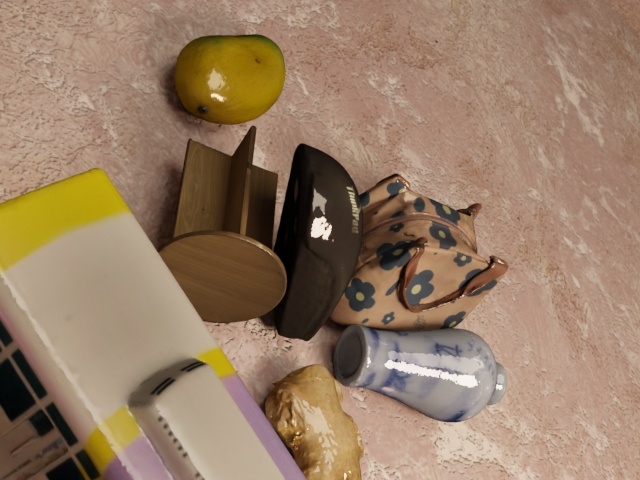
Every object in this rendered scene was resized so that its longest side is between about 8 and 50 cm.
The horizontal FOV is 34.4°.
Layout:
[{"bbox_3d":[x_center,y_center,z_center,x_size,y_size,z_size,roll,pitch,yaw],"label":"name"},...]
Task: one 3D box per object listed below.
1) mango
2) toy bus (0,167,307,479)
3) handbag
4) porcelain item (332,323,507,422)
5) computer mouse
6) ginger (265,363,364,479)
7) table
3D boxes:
[{"bbox_3d":[-0.123,-0.240,1.527,0.237,0.091,0.137,-20,84,-51],"label":"mango"},{"bbox_3d":[-0.207,0.172,1.012,0.440,0.249,0.209,57,39,3],"label":"toy bus"},{"bbox_3d":[0.133,0.024,1.511,0.251,0.193,0.190,14,49,-39],"label":"handbag"},{"bbox_3d":[0.148,0.183,1.469,0.259,0.141,0.141,16,52,-29],"label":"porcelain item"},{"bbox_3d":[0.000,0.000,1.342,0.100,0.269,0.170,6,51,-8],"label":"computer mouse"},{"bbox_3d":[0.002,0.265,1.306,0.137,0.074,0.213,8,54,-32],"label":"ginger"},{"bbox_3d":[-0.122,-0.032,1.330,0.167,0.167,0.227,31,40,-27],"label":"table"}]
